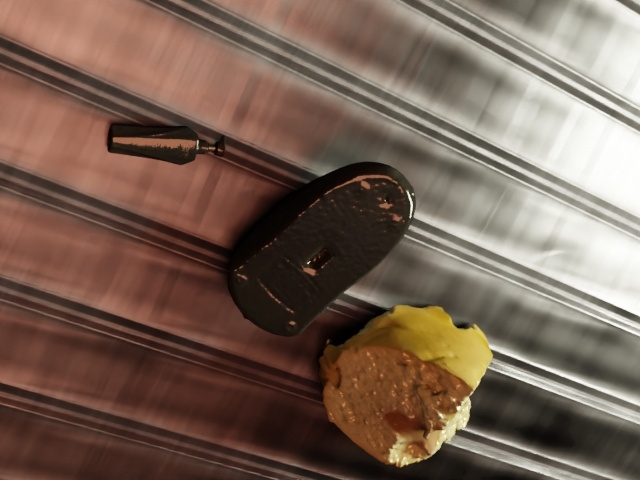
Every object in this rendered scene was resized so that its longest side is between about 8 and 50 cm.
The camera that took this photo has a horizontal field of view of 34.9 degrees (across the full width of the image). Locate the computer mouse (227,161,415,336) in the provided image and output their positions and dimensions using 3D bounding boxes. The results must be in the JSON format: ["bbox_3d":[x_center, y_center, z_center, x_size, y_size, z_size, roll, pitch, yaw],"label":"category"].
[{"bbox_3d":[0.000,0.000,1.280,0.270,0.086,0.137,-42,110,10],"label":"computer mouse"}]

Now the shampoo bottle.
[{"bbox_3d":[-0.181,-0.114,1.201,0.137,0.027,0.048,4,112,-21],"label":"shampoo bottle"}]

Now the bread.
[{"bbox_3d":[0.112,0.182,1.402,0.211,0.224,0.183,29,111,15],"label":"bread"}]
